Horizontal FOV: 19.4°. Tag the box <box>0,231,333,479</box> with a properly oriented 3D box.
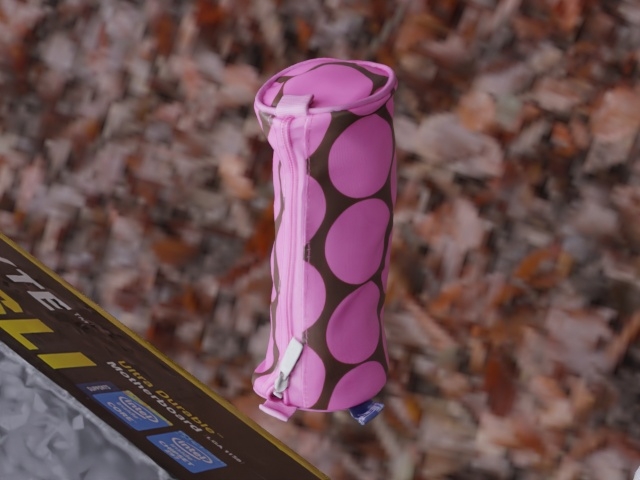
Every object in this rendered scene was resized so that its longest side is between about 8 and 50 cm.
[{"bbox_3d":[-0.127,0.166,0.472,0.257,0.079,0.322,35,99,20],"label":"box"}]

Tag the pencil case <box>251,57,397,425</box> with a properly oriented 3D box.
[{"bbox_3d":[0.000,0.000,1.110,0.095,0.098,0.209,16,116,37],"label":"pencil case"}]

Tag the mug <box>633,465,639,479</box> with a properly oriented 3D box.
[{"bbox_3d":[0.342,0.147,0.935,0.328,0.374,0.276,-17,89,15],"label":"mug"}]
